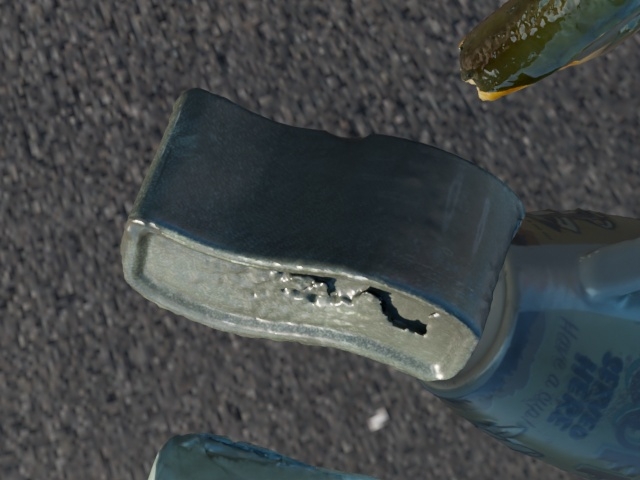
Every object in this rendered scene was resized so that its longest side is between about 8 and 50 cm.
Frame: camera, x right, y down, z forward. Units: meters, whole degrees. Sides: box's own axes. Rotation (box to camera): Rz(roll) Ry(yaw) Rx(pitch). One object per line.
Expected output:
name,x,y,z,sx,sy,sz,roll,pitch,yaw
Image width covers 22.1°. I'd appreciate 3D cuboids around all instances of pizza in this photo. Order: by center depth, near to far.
pizza,0.199,-0.177,1.159,0.189,0.297,0.071,-37,93,27

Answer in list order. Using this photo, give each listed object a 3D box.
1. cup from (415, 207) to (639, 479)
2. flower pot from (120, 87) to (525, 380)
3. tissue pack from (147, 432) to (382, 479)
cup,0.227,0.065,1.275,0.257,0.227,0.301,14,145,-37
flower pot,0.000,0.000,0.995,0.229,0.108,0.103,15,145,9
tissue pack,-0.072,0.402,1.169,0.205,0.331,0.405,11,124,-10
